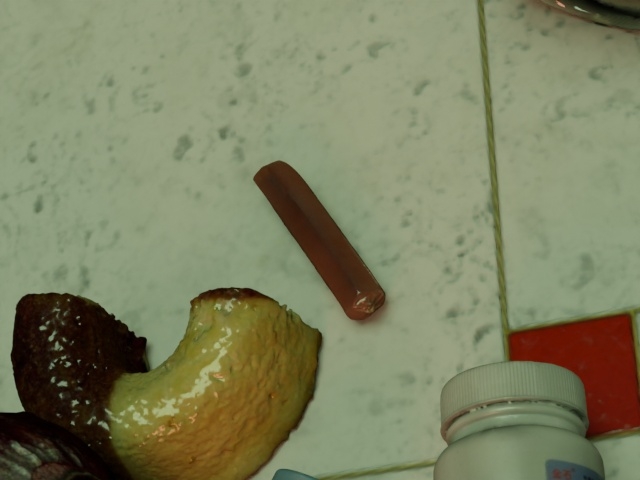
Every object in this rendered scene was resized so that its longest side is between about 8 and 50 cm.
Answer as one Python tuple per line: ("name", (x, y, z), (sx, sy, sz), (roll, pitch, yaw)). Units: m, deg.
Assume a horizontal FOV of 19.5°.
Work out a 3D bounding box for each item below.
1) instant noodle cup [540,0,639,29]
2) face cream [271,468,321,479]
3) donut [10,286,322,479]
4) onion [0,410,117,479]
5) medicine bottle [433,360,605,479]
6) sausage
("instant noodle cup", (0.213, -0.280, 1.263), (0.215, 0.215, 0.236), (20, 79, 29))
("face cream", (-0.049, 0.264, 1.120), (0.077, 0.077, 0.250), (18, 71, 28))
("donut", (-0.115, 0.096, 1.236), (0.217, 0.085, 0.141), (-6, 60, 16))
("onion", (-0.230, 0.198, 1.116), (0.216, 0.206, 0.207), (-26, 67, 25))
("medicine bottle", (0.118, 0.172, 1.091), (0.102, 0.103, 0.187), (-10, 59, 16))
("sausage", (0.000, 0.000, 1.276), (0.030, 0.035, 0.147), (-35, 58, 0))
